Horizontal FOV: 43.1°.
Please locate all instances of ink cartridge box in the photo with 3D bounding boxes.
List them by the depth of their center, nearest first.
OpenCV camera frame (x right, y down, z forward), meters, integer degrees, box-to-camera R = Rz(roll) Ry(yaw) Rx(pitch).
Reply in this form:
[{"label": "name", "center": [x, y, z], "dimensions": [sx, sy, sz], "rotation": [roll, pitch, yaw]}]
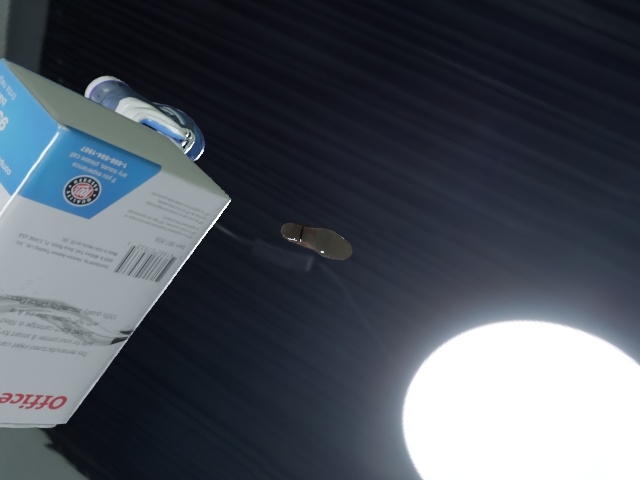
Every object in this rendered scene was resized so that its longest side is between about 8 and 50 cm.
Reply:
[{"label": "ink cartridge box", "center": [-0.346, 0.026, 0.983], "dimensions": [0.395, 0.166, 0.285], "rotation": [-52, 148, 9]}]

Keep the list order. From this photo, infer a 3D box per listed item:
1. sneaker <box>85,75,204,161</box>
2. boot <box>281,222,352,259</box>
[{"label": "sneaker", "center": [-0.319, -0.197, 1.656], "dimensions": [0.130, 0.236, 0.323], "rotation": [-50, 141, 7]}, {"label": "boot", "center": [0.000, 0.000, 1.157], "dimensions": [0.114, 0.107, 0.037], "rotation": [22, 91, -82]}]
